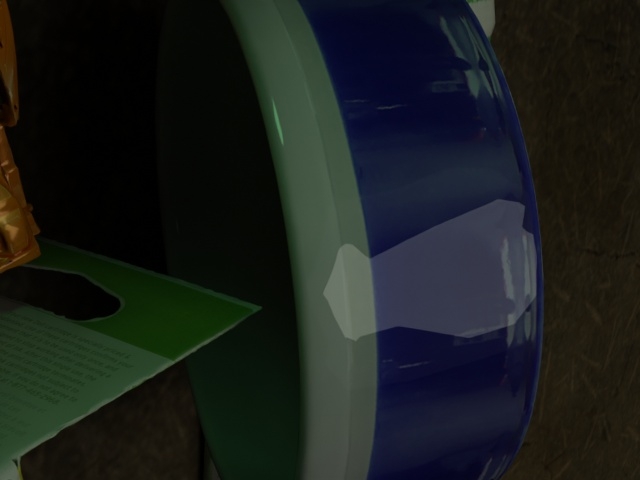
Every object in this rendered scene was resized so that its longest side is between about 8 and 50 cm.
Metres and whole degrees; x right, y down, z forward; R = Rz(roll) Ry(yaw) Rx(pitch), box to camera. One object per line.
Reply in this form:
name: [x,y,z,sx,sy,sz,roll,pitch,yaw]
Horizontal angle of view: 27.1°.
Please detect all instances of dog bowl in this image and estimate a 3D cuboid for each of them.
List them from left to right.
dog bowl: [0.000,0.000,0.624,0.104,0.265,0.265,-8,113,-17]

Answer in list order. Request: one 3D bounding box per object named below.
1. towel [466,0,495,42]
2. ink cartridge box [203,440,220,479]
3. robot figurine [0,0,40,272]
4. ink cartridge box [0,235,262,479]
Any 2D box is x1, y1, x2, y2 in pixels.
towel: [0.026,-0.236,0.775,0.248,0.038,0.325,-31,126,-43]
ink cartridge box: [-0.001,0.087,0.846,0.171,0.056,0.235,-19,119,-48]
robot figurine: [-0.203,-0.101,0.459,0.211,0.085,0.291,-32,125,-31]
ink cartridge box: [-0.165,0.095,0.510,0.255,0.188,0.097,-32,126,-43]
